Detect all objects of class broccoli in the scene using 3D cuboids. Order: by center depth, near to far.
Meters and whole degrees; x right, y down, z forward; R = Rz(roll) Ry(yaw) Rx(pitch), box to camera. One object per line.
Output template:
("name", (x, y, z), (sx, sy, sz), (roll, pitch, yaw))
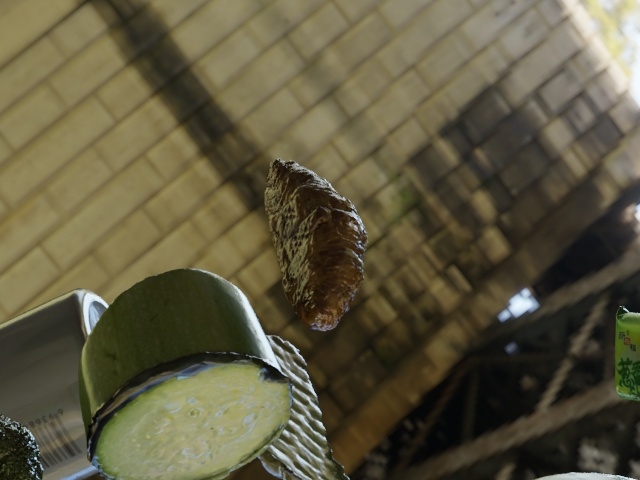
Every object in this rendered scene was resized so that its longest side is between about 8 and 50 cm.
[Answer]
("broccoli", (-0.327, 0.223, 1.519), (0.120, 0.131, 0.130), (-36, -162, -14))

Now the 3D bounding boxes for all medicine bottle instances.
("medicine bottle", (-0.383, 0.214, 1.859), (0.339, 0.208, 0.208), (-25, -168, 7))

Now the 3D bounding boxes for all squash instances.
("squash", (-0.145, 0.154, 1.593), (0.220, 0.220, 0.133), (-38, -134, 4))

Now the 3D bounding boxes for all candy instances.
("candy", (0.337, 0.116, 1.529), (0.032, 0.102, 0.178), (-3, -178, -21))

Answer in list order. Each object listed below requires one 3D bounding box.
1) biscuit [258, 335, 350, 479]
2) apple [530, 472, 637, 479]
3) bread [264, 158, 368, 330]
("biscuit", (-0.056, 0.210, 1.929), (0.036, 0.187, 0.274), (-42, -139, 20))
("apple", (0.291, 0.432, 1.661), (0.360, 0.320, 0.312), (-10, -128, -1))
("bread", (0.000, 0.000, 1.619), (0.105, 0.076, 0.233), (-56, -143, 33))
